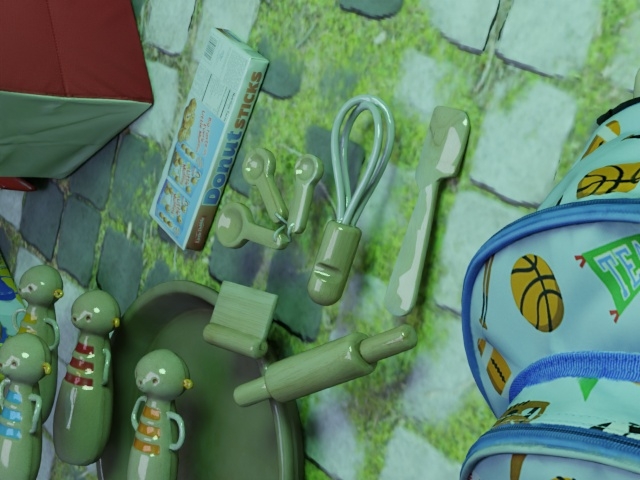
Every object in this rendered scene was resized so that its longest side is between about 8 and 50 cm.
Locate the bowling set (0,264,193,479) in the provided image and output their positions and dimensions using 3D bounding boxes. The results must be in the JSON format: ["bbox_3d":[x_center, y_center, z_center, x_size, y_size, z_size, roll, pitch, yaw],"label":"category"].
[{"bbox_3d":[-0.251,0.116,0.925,0.287,0.200,0.154,14,99,45],"label":"bowling set"}]

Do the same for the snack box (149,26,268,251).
[{"bbox_3d":[-0.096,-0.082,0.932,0.064,0.022,0.178,42,120,40],"label":"snack box"}]

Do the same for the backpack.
[{"bbox_3d":[0.174,0.076,0.434,0.276,0.213,0.263,-6,114,48],"label":"backpack"}]

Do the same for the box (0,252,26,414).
[{"bbox_3d":[-0.485,0.099,1.172,0.279,0.290,0.177,56,128,32],"label":"box"}]

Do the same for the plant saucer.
[{"bbox_3d":[-0.103,0.171,0.924,0.278,0.041,0.278,0,89,48],"label":"plant saucer"}]

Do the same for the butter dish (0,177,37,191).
[{"bbox_3d":[-0.372,-0.129,1.179,0.160,0.160,0.118,8,71,53],"label":"butter dish"}]

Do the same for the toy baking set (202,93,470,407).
[{"bbox_3d":[0.000,0.007,0.782,0.256,0.030,0.197,-19,71,38],"label":"toy baking set"}]

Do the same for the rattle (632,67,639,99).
[{"bbox_3d":[0.244,-0.029,0.507,0.199,0.130,0.143,14,110,24],"label":"rattle"}]

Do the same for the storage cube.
[{"bbox_3d":[-0.294,-0.179,1.040,0.215,0.183,0.193,-30,69,44],"label":"storage cube"}]
